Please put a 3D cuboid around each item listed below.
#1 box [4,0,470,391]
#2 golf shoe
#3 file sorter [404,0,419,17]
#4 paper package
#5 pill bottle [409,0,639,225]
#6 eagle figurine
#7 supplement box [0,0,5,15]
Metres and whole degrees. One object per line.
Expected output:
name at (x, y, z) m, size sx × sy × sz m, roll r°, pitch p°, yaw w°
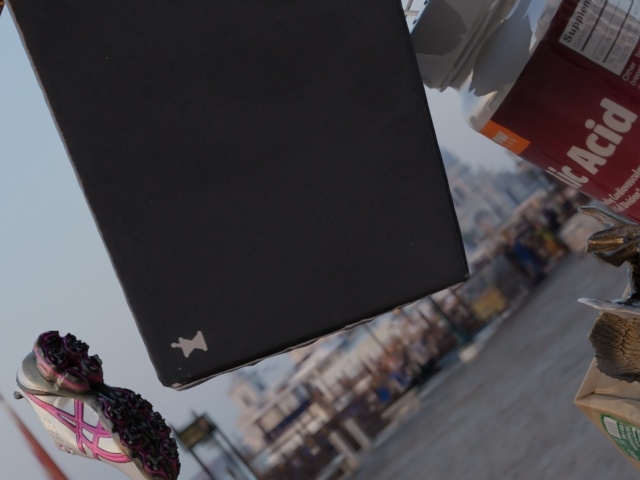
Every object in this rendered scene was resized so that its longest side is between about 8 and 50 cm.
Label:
box at (-0.115, -0.212, 1.244) m, size 0.297 × 0.480 × 0.472 m, roll -19°, pitch 29°, yaw -3°
golf shoe at (-0.206, 0.170, 1.271) m, size 0.086 × 0.186 × 0.067 m, roll -55°, pitch -17°, yaw 27°
file sorter at (0.174, -0.379, 2.033) m, size 0.278 × 0.193 × 0.173 m, roll 36°, pitch -108°, yaw -51°
paper package at (0.579, 0.215, 2.177) m, size 0.325 × 0.168 × 0.309 m, roll 46°, pitch -113°, yaw -49°
pill bottle at (0.291, -0.174, 1.484) m, size 0.224 × 0.392 × 0.224 m, roll -61°, pitch 2°, yaw 3°
eagle figurine at (0.453, 0.105, 1.747) m, size 0.225 × 0.298 × 0.226 m, roll -17°, pitch 23°, yaw 9°
supplement box at (-0.390, -0.289, 1.599) m, size 0.043 × 0.055 × 0.083 m, roll 2°, pitch -12°, yaw -20°
